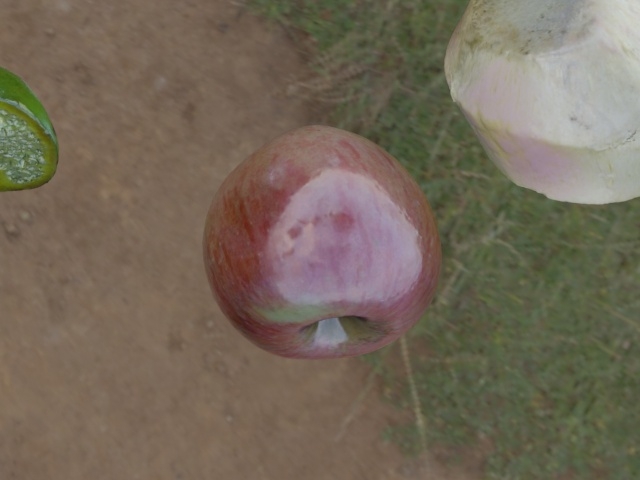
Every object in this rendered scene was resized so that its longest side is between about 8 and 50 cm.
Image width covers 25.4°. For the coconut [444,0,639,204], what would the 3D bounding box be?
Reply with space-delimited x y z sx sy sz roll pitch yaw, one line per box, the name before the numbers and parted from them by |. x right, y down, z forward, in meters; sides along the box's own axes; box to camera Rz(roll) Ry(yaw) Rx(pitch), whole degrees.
coconut | 0.247 -0.149 1.314 0.259 0.259 0.259 -8 109 -24

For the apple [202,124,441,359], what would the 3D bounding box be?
apple | 0.000 0.000 1.881 0.344 0.345 0.269 2 64 -27

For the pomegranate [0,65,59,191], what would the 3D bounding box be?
pomegranate | -0.297 -0.070 1.114 0.169 0.122 0.143 -41 164 -6
